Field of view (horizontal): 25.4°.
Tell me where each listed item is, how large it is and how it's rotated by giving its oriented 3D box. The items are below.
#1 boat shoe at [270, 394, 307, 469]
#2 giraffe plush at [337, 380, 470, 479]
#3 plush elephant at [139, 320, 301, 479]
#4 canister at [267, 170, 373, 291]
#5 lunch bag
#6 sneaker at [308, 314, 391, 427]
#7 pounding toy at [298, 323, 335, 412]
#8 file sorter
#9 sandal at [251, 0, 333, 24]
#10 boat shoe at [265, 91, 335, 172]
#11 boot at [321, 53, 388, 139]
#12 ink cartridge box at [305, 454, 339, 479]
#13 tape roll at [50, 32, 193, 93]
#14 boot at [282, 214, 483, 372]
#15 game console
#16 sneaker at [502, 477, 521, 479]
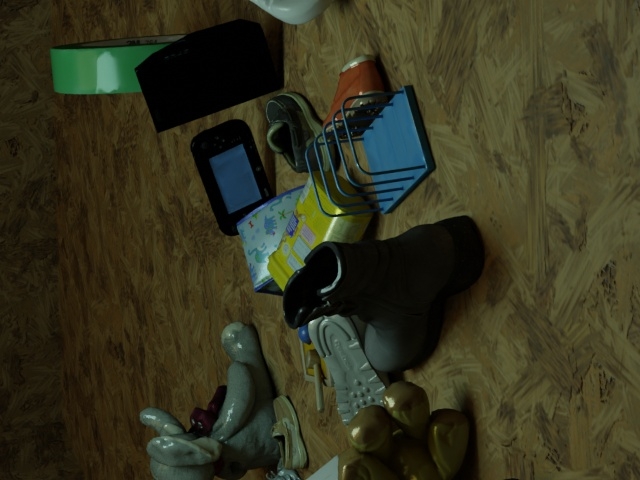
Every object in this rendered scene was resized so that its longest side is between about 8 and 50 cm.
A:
[{"bbox_3d":[-0.061,0.331,2.444,0.050,0.045,0.135,115,141,-55],"label":"boat shoe"},{"bbox_3d":[0.110,0.280,1.881,0.210,0.181,0.170,50,176,-15],"label":"giraffe plush"},{"bbox_3d":[-0.204,0.358,2.529,0.272,0.255,0.330,101,151,-42],"label":"plush elephant"},{"bbox_3d":[0.000,0.000,2.054,0.126,0.073,0.170,50,126,40],"label":"canister"},{"bbox_3d":[-0.041,-0.002,2.201,0.151,0.096,0.129,-36,61,34],"label":"lunch bag"},{"bbox_3d":[0.064,0.185,2.033,0.095,0.090,0.235,-47,-58,-61],"label":"sneaker"},{"bbox_3d":[0.012,0.172,2.117,0.130,0.100,0.141,180,81,-69],"label":"pounding toy"},{"bbox_3d":[0.060,-0.112,1.879,0.170,0.104,0.118,133,125,-63],"label":"file sorter"},{"bbox_3d":[-0.086,-0.426,2.120,0.102,0.169,0.416,45,-170,-45],"label":"sandal"},{"bbox_3d":[-0.047,-0.165,2.171,0.223,0.073,0.080,-129,37,-52],"label":"boat shoe"},{"bbox_3d":[0.043,-0.195,1.965,0.158,0.059,0.085,-41,57,56],"label":"boot"},{"bbox_3d":[0.059,0.429,1.903,0.207,0.119,0.353,50,-178,-20],"label":"ink cartridge box"},{"bbox_3d":[-0.293,-0.302,2.405,0.321,0.321,0.077,-157,62,-66],"label":"tape roll"},{"bbox_3d":[0.049,0.078,1.817,0.338,0.222,0.118,112,143,-53],"label":"boot"},{"bbox_3d":[-0.150,-0.174,2.299,0.044,0.213,0.361,-117,8,-58],"label":"game console"},{"bbox_3d":[0.193,0.367,1.736,0.267,0.101,0.106,102,153,-42],"label":"sneaker"}]
